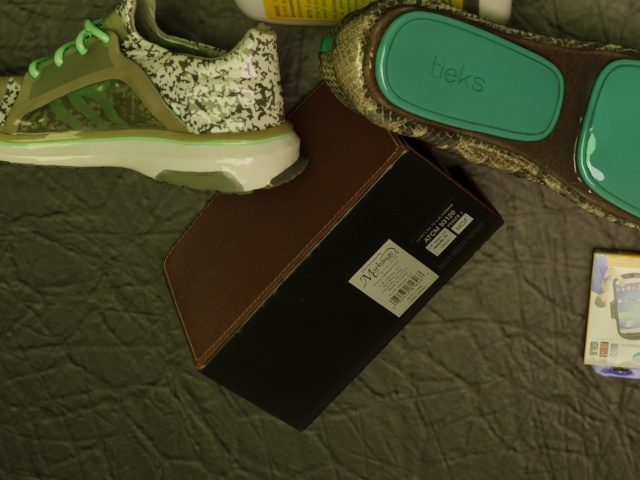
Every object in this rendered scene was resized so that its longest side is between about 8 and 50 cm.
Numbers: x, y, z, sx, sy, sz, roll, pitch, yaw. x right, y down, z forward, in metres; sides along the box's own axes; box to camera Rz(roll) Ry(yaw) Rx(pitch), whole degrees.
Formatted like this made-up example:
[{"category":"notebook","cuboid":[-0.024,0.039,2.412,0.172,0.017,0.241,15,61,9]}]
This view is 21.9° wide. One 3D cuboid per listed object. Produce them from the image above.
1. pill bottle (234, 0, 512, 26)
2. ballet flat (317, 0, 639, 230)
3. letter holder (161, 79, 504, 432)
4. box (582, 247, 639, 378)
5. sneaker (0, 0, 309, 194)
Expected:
[{"category":"pill bottle","cuboid":[0.020,-0.299,1.586,0.334,0.188,0.188,3,102,6]},{"category":"ballet flat","cuboid":[0.216,-0.122,1.586,0.483,0.182,0.164,17,90,-22]},{"category":"letter holder","cuboid":[0.000,0.000,1.685,0.152,0.214,0.302,34,105,-34]},{"category":"box","cuboid":[0.316,0.079,1.709,0.081,0.028,0.136,4,100,6]},{"category":"sneaker","cuboid":[-0.205,-0.166,1.638,0.410,0.158,0.182,8,108,13]}]
